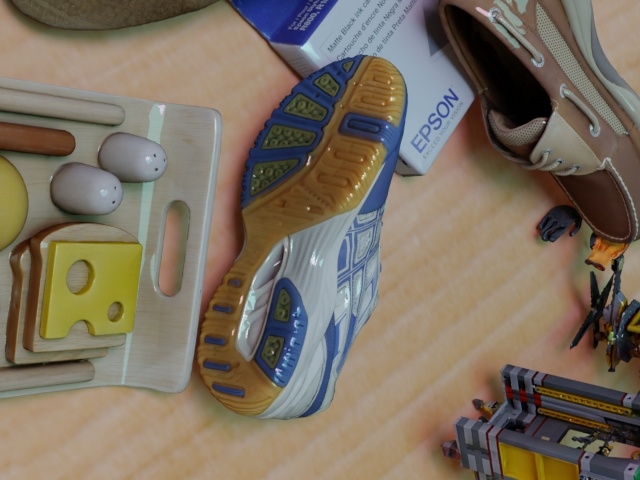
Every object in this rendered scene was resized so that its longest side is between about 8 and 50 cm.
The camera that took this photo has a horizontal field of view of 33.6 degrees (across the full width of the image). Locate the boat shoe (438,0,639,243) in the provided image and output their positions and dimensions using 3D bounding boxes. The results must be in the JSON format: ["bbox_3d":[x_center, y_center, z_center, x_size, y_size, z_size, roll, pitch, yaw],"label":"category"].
[{"bbox_3d":[0.192,-0.113,0.914,0.116,0.123,0.324,-46,118,-20],"label":"boat shoe"}]

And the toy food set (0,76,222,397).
[{"bbox_3d":[-0.185,0.007,0.684,0.306,0.092,0.220,2,97,-53],"label":"toy food set"}]

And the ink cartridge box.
[{"bbox_3d":[0.066,-0.208,0.910,0.224,0.045,0.223,42,71,-24],"label":"ink cartridge box"}]

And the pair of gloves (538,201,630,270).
[{"bbox_3d":[0.255,-0.010,1.012,0.074,0.083,0.010,-41,147,-31],"label":"pair of gloves"}]

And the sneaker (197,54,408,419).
[{"bbox_3d":[0.000,0.000,0.851,0.131,0.112,0.296,30,82,-57],"label":"sneaker"}]

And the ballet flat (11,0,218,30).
[{"bbox_3d":[-0.056,-0.233,0.768,0.342,0.124,0.116,-13,90,-21],"label":"ballet flat"}]

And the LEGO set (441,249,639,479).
[{"bbox_3d":[0.251,0.193,0.981,0.331,0.192,0.255,-47,132,-36],"label":"LEGO set"}]
